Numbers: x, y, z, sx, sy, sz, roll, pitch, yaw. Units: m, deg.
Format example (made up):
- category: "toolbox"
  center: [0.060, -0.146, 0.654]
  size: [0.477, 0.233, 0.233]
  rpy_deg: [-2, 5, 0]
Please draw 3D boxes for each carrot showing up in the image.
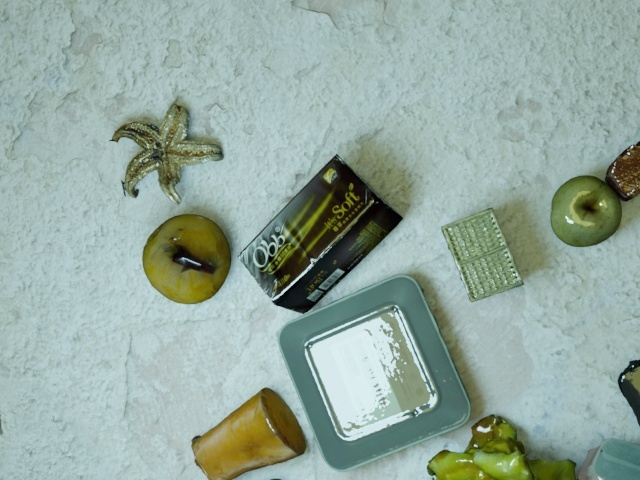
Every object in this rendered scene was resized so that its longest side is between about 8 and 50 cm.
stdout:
- category: "carrot"
  center: [-0.190, 0.512, 1.771]
  size: [0.254, 0.196, 0.196]
  rpy_deg: [-34, 79, 12]

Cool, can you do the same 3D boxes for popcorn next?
- category: "popcorn"
  center: [0.410, 0.566, 1.563]
  size: [0.325, 0.321, 0.290]
  rpy_deg: [-4, 91, -4]

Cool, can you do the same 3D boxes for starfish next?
- category: "starfish"
  center: [-0.434, -0.223, 1.925]
  size: [0.303, 0.113, 0.312]
  rpy_deg: [-35, 70, 7]

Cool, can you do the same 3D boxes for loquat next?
- category: "loquat"
  center: [-0.347, 0.047, 1.821]
  size: [0.234, 0.235, 0.235]
  rpy_deg: [-1, 86, 14]

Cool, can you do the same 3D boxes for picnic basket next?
- category: "picnic basket"
  center: [0.383, 0.037, 1.679]
  size: [0.134, 0.154, 0.196]
  rpy_deg: [-22, 85, 6]

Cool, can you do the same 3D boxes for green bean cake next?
- category: "green bean cake"
  center: [0.758, -0.197, 1.582]
  size: [0.232, 0.198, 0.097]
  rpy_deg: [-41, 77, 11]

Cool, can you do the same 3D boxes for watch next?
- category: "watch"
  center: [0.702, 0.594, 1.547]
  size: [0.253, 0.161, 0.241]
  rpy_deg: [14, 123, 34]

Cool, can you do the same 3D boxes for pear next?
- category: "pear"
  center: [0.618, -0.068, 1.639]
  size: [0.167, 0.136, 0.167]
  rpy_deg: [-1, 84, 11]

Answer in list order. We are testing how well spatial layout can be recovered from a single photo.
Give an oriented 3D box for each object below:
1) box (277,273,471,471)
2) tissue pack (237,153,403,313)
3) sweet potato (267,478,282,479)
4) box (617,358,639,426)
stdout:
- category: "box"
  center: [0.131, 0.326, 1.743]
  size: [0.396, 0.111, 0.396]
  rpy_deg: [-25, 80, 9]
- category: "tissue pack"
  center: [0.000, 0.000, 1.738]
  size: [0.370, 0.210, 0.198]
  rpy_deg: [-45, 69, 6]
- category: "sweet potato"
  center: [-0.195, 0.692, 1.783]
  size: [0.369, 0.158, 0.158]
  rpy_deg: [-12, 83, 17]
- category: "box"
  center: [0.894, 0.374, 1.564]
  size: [0.359, 0.091, 0.350]
  rpy_deg: [-30, 81, 10]
